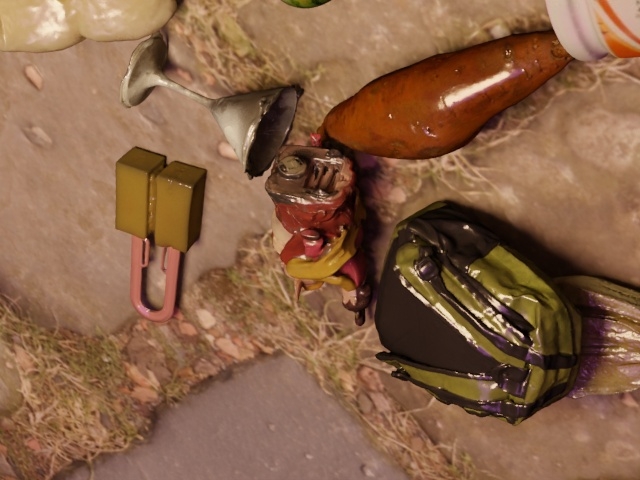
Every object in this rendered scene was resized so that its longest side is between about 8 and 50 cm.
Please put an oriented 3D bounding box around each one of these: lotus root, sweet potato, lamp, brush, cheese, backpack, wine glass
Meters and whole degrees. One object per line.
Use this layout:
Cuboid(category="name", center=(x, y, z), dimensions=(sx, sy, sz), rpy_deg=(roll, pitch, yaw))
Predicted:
Cuboid(category="lotus root", center=(0.326, 0.106, 1.798), dimensions=(0.144, 0.070, 0.143), rpy_deg=(7, 112, 25))
Cuboid(category="sweet potato", center=(0.118, -0.140, 1.716), dimensions=(0.359, 0.112, 0.112), rpy_deg=(-12, 114, 46))
Cuboid(category="lamp", center=(0.000, 0.000, 1.861), dimensions=(0.118, 0.118, 0.253), rpy_deg=(14, 145, 18))
Cuboid(category="brush", center=(-0.202, 0.004, 2.004), dimensions=(0.103, 0.047, 0.233), rpy_deg=(18, 126, 15))
Cuboid(category="cheese", center=(-0.293, -0.296, 1.810), dimensions=(0.262, 0.093, 0.159), rpy_deg=(-5, 121, 11))
Cuboid(category="backpack", center=(0.169, 0.089, 1.784), dimensions=(0.253, 0.140, 0.207), rpy_deg=(35, 134, 33))
Cuboid(category="wine glass", center=(-0.128, -0.158, 1.835), dimensions=(0.183, 0.122, 0.122), rpy_deg=(27, 127, 16))

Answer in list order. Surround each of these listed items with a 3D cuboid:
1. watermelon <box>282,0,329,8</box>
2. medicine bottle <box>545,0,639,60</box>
Cuboid(category="watermelon", center=(-0.016, -0.299, 1.699), dimensions=(0.109, 0.109, 0.109), rpy_deg=(12, 123, 19))
Cuboid(category="medicine bottle", center=(0.374, -0.274, 1.460), dimensions=(0.315, 0.202, 0.202), rpy_deg=(-3, 117, 27))
